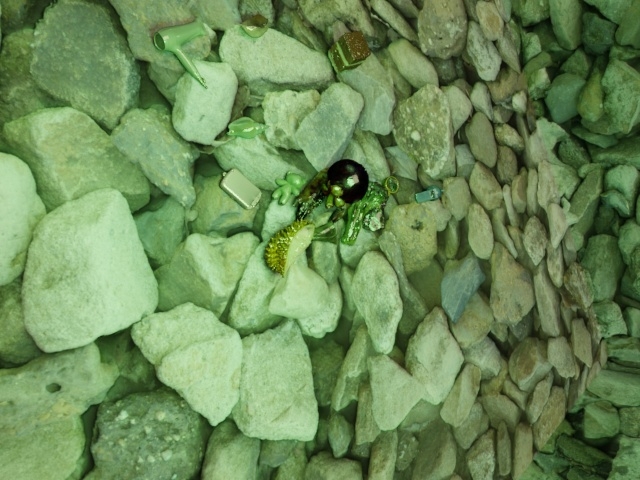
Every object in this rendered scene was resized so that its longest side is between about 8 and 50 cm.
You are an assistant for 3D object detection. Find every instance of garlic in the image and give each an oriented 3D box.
[{"bbox_3d":[-0.267,-0.857,1.652,0.084,0.066,0.152,37,58,6],"label":"garlic"}]

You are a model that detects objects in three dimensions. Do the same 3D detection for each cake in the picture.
[{"bbox_3d":[0.126,-0.852,1.858,0.135,0.147,0.134,-30,102,-33],"label":"cake"}]

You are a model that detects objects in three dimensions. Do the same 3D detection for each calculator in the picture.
[{"bbox_3d":[-0.302,-0.196,1.550,0.175,0.032,0.100,43,62,-21],"label":"calculator"}]

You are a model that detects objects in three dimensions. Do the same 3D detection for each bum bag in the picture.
[{"bbox_3d":[0.257,-0.157,1.895,0.102,0.069,0.248,5,78,11],"label":"bum bag"}]

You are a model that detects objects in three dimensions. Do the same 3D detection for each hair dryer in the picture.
[{"bbox_3d":[-0.464,-0.675,1.501,0.206,0.075,0.237,-44,115,-37],"label":"hair dryer"}]

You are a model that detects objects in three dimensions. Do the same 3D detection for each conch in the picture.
[{"bbox_3d":[-0.278,-0.440,1.580,0.180,0.065,0.088,-13,92,-26],"label":"conch"}]

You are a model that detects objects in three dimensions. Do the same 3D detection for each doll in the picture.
[{"bbox_3d":[-0.133,-0.209,1.653,0.115,0.077,0.150,35,72,16],"label":"doll"}]

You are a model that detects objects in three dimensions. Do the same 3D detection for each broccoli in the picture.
[{"bbox_3d":[0.169,-0.120,1.797,0.165,0.145,0.304,21,88,14],"label":"broccoli"}]

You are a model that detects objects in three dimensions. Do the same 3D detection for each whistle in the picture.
[{"bbox_3d":[0.565,-0.240,2.121,0.158,0.090,0.090,-15,93,5],"label":"whistle"}]

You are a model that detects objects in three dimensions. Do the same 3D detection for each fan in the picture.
[{"bbox_3d":[0.319,-0.237,1.970,0.082,0.039,0.155,36,70,-25],"label":"fan"}]

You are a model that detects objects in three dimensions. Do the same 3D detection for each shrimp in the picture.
[{"bbox_3d":[0.023,-0.160,1.749,0.233,0.071,0.365,52,54,-23],"label":"shrimp"}]

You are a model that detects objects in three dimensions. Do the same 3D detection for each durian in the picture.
[{"bbox_3d":[-0.122,0.006,1.571,0.249,0.138,0.183,-46,141,-31],"label":"durian"}]

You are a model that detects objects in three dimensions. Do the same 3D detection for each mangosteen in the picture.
[{"bbox_3d":[0.090,-0.221,1.665,0.230,0.194,0.194,-42,109,-4],"label":"mangosteen"}]

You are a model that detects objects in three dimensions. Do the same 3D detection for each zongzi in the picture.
[{"bbox_3d":[0.000,0.000,1.727,0.154,0.062,0.130,-26,134,-16],"label":"zongzi"}]
